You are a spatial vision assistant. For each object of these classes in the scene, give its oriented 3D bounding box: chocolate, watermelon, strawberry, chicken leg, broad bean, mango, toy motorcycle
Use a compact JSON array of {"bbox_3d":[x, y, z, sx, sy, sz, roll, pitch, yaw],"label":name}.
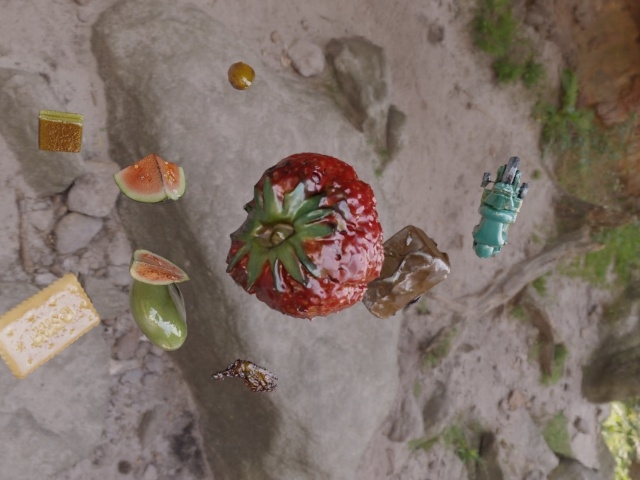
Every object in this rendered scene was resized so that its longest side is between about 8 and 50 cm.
[{"bbox_3d":[0.174,0.064,1.433,0.214,0.148,0.093,-39,144,8],"label":"chocolate"},{"bbox_3d":[-0.409,0.076,1.551,0.163,0.087,0.069,25,100,-42],"label":"watermelon"},{"bbox_3d":[0.000,0.000,1.021,0.250,0.238,0.288,-51,155,12],"label":"strawberry"},{"bbox_3d":[-0.092,0.167,0.796,0.021,0.083,0.036,-101,-153,-87],"label":"chicken leg"},{"bbox_3d":[-0.458,0.193,1.818,0.119,0.291,0.238,-24,111,-2],"label":"broad bean"},{"bbox_3d":[-0.441,-0.157,1.734,0.137,0.193,0.145,-65,159,0],"label":"watermelon"},{"bbox_3d":[-0.217,-0.453,1.756,0.127,0.077,0.063,-103,-169,-54],"label":"mango"},{"bbox_3d":[0.405,-0.058,1.495,0.296,0.109,0.198,89,26,-51],"label":"toy motorcycle"}]

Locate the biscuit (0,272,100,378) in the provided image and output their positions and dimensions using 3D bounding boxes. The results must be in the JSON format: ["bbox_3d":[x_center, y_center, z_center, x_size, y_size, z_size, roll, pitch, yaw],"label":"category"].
[{"bbox_3d":[-0.669,0.204,1.558,0.250,0.030,0.160,-40,112,-41],"label":"biscuit"}]

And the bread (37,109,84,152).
[{"bbox_3d":[-0.559,-0.232,1.372,0.090,0.094,0.035,4,52,-22],"label":"bread"}]
